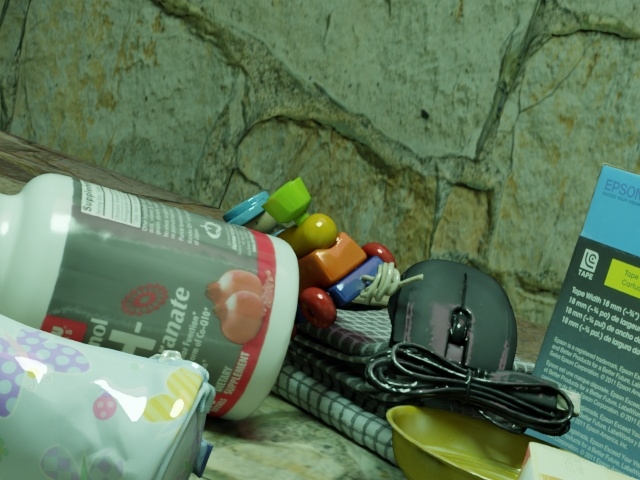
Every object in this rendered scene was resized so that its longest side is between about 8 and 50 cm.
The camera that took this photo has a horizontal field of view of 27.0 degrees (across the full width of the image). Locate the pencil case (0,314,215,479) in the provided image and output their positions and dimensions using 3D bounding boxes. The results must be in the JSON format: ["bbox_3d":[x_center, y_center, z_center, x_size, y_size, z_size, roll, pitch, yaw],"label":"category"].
[{"bbox_3d":[-0.207,0.101,0.864,0.273,0.124,0.113,18,6,6],"label":"pencil case"}]

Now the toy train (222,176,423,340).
[{"bbox_3d":[0.000,0.000,1.277,0.143,0.105,0.248,56,-30,-4],"label":"toy train"}]

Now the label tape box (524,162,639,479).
[{"bbox_3d":[0.312,0.125,1.183,0.106,0.334,0.240,14,7,-38],"label":"label tape box"}]

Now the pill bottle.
[{"bbox_3d":[-0.194,0.043,1.182,0.318,0.176,0.176,16,6,-19],"label":"pill bottle"}]

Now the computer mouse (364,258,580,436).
[{"bbox_3d":[0.133,0.077,1.234,0.188,0.072,0.272,15,18,-6],"label":"computer mouse"}]

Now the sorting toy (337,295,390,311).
[{"bbox_3d":[-0.043,0.086,1.551,0.229,0.041,0.307,-10,-11,25],"label":"sorting toy"}]

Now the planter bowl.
[{"bbox_3d":[0.142,0.212,1.054,0.217,0.090,0.217,17,5,-2],"label":"planter bowl"}]

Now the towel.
[{"bbox_3d":[0.107,0.147,1.421,0.283,0.121,0.235,13,7,-42],"label":"towel"}]

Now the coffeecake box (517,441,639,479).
[{"bbox_3d":[0.092,0.196,0.568,0.068,0.185,0.142,19,5,6],"label":"coffeecake box"}]
